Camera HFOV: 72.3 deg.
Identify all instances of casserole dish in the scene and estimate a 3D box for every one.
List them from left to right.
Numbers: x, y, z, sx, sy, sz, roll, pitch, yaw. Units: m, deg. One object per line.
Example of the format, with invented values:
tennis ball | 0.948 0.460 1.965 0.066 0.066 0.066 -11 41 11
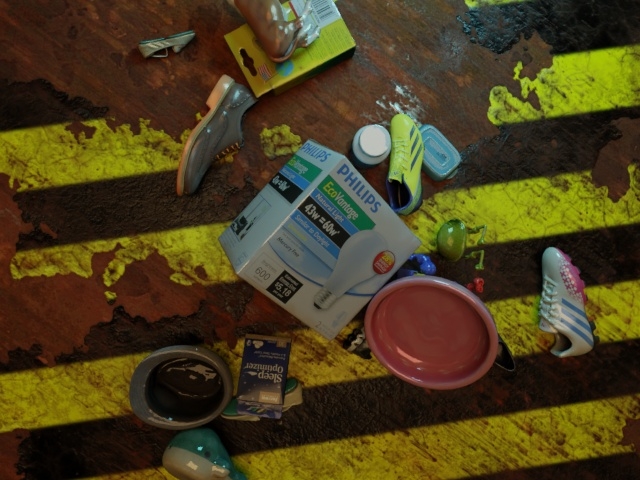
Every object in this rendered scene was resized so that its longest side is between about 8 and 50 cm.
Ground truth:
casserole dish | 0.337 -0.261 1.294 0.114 0.037 0.188 -43 93 1

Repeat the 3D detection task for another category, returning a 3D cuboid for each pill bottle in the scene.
pill bottle | 0.139 -0.260 1.217 0.108 0.180 0.107 0 93 -1

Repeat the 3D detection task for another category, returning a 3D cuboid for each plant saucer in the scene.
plant saucer | 0.281 0.229 1.130 0.333 0.084 0.331 9 117 19

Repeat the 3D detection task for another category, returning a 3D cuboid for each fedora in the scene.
fedora | -0.388 0.405 1.256 0.276 0.124 0.243 1 94 -10

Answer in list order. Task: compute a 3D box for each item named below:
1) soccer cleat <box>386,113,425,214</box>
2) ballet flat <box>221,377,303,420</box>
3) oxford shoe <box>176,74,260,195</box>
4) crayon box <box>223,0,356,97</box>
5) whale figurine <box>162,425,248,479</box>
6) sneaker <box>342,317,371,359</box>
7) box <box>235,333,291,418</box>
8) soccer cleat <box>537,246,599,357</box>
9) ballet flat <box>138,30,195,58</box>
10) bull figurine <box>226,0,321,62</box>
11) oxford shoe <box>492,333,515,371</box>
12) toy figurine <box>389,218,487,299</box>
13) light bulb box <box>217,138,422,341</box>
soccer cleat | 0.232 -0.214 1.239 0.094 0.121 0.288 0 99 43
ballet flat | -0.167 0.488 1.293 0.249 0.086 0.086 -18 92 -2
oxford shoe | -0.293 -0.277 1.236 0.133 0.130 0.363 26 93 -10
crayon box | -0.085 -0.558 1.250 0.319 0.081 0.202 -27 92 -1
whale figurine | -0.315 0.636 1.265 0.272 0.216 0.141 41 47 -22
sneaker | 0.176 0.256 1.293 0.106 0.078 0.234 40 92 -9
box | -0.164 0.389 1.264 0.137 0.036 0.225 6 71 1
soccer cleat | 0.696 0.189 1.280 0.143 0.116 0.331 -21 93 -1
ballet flat | -0.437 -0.563 1.263 0.169 0.057 0.052 -11 120 3
bull figurine | -0.140 -0.621 1.156 0.189 0.101 0.310 -31 91 -2
oxford shoe | 0.477 0.269 1.286 0.097 0.098 0.271 -43 93 0
toy figurine | 0.298 0.110 1.203 0.218 0.191 0.362 6 92 -18
light bulb box | 0.000 0.000 1.136 0.361 0.225 0.358 -48 123 1
